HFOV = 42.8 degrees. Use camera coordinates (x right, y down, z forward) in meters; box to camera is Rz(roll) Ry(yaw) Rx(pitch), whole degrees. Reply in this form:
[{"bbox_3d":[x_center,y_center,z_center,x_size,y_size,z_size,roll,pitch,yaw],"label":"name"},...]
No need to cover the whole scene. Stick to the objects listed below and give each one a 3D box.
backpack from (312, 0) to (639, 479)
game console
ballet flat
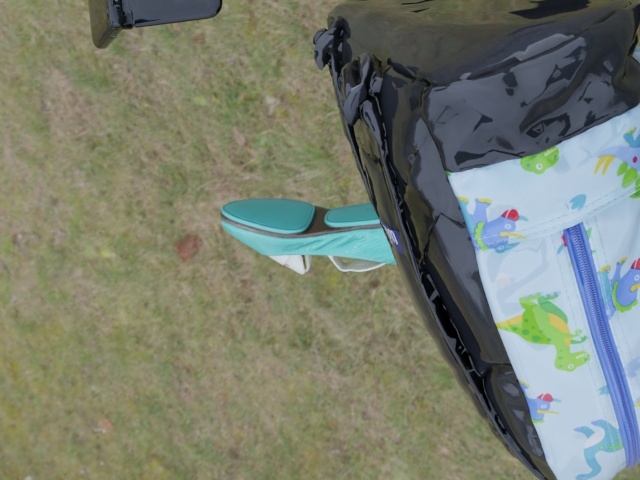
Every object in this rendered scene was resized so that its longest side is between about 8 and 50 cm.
[{"bbox_3d":[0.160,0.003,0.558,0.273,0.290,0.356,-14,112,-5],"label":"backpack"},{"bbox_3d":[-0.125,-0.208,0.586,0.107,0.071,0.122,-5,90,64],"label":"game console"},{"bbox_3d":[0.000,0.000,0.948,0.247,0.083,0.087,1,119,16],"label":"ballet flat"}]
